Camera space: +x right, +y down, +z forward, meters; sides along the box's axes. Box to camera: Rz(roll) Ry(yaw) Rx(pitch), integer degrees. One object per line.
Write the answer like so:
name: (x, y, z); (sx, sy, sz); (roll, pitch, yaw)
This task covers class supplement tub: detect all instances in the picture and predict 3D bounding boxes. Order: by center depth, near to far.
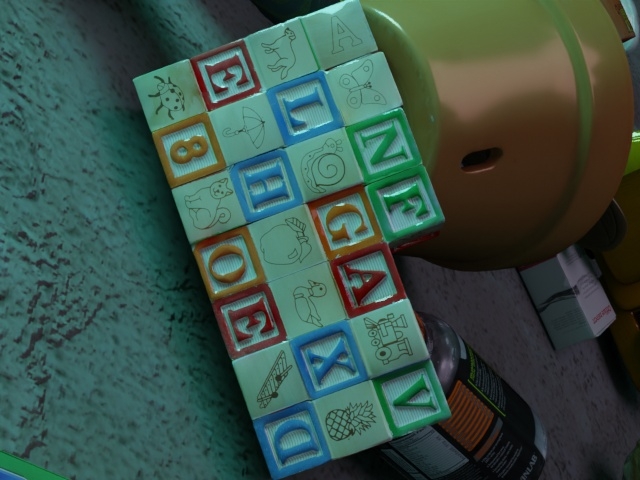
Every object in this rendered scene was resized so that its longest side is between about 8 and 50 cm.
supplement tub: (0.091, 0.136, 0.967); (0.190, 0.117, 0.117); (45, 35, -32)

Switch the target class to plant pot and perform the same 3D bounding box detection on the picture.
plant pot: (0.088, -0.103, 1.014); (0.203, 0.291, 0.290); (-13, 79, -44)

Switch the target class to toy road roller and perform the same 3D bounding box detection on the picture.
toy road roller: (0.429, 0.023, 1.475); (0.329, 0.203, 0.240); (69, 16, 13)

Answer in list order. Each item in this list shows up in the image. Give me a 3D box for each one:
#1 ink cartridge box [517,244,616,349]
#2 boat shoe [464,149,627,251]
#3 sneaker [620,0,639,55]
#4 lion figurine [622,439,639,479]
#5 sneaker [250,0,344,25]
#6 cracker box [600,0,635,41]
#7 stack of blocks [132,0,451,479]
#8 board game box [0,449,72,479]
ink cartridge box: (0.289, 0.051, 1.419); (0.099, 0.056, 0.135); (-21, 86, -61)
boat shoe: (0.262, -0.072, 1.388); (0.224, 0.080, 0.073); (36, 19, 9)
sneaker: (0.428, -0.430, 1.994); (0.123, 0.106, 0.290); (1, 60, -48)
lion figurine: (0.451, 0.394, 1.374); (0.392, 0.142, 0.240); (55, 19, -46)
sneaker: (-0.107, -0.254, 0.866); (0.300, 0.111, 0.121); (43, 49, -7)
cracker box: (0.212, -0.195, 1.302); (0.156, 0.232, 0.067); (-25, 91, -61)
stack of blocks: (0.000, 0.000, 0.848); (0.087, 0.171, 0.297); (68, 3, -81)
board game box: (-0.139, 0.267, 0.563); (0.213, 0.046, 0.317); (37, 39, -41)
